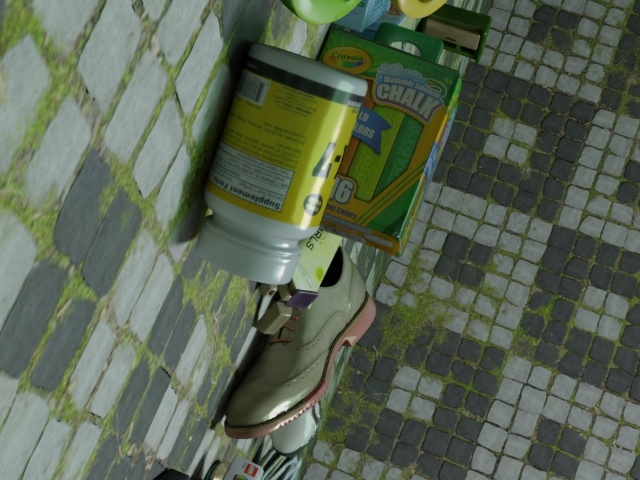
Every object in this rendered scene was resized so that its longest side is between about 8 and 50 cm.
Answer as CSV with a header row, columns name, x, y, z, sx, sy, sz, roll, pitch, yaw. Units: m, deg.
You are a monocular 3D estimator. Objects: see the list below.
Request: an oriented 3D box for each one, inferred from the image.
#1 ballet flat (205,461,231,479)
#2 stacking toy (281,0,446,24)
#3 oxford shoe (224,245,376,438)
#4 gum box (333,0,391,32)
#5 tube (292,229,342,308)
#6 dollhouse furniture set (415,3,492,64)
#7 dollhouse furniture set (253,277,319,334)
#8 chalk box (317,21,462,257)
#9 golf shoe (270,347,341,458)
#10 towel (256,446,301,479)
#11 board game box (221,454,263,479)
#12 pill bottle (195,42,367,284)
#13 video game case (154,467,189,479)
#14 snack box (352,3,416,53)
name,x,y,z,sx,sy,sz,roll,pitch,yaw
ballet flat,-0.144,0.407,1.674,0.206,0.067,0.073,81,31,-73
stacking toy,0.037,-0.365,0.990,0.280,0.130,0.308,-26,141,-39
oxford shoe,-0.048,0.152,1.602,0.397,0.141,0.146,-52,129,-50
gum box,0.077,-0.369,1.289,0.157,0.041,0.184,-53,161,-62
tube,0.000,0.000,1.613,0.240,0.070,0.062,-59,173,-48
dollhouse furniture set,0.199,-0.359,1.727,0.301,0.151,0.197,91,21,-66
dollhouse furniture set,-0.079,0.075,1.487,0.114,0.091,0.081,-49,-133,34
chalk box,0.072,-0.150,1.326,0.179,0.180,0.288,63,47,-80
golf shoe,-0.049,0.279,1.960,0.120,0.105,0.272,29,75,-66
towel,-0.159,0.629,2.081,0.320,0.090,0.374,-54,163,-52
board game box,-0.179,0.480,1.536,0.193,0.053,0.305,-62,177,-46
pill bottle,-0.042,-0.072,0.975,0.119,0.119,0.208,-36,146,-76
video game case,-0.240,0.410,1.169,0.275,0.035,0.248,-9,119,-82
snack box,0.083,-0.188,1.553,0.187,0.060,0.321,-56,155,-59
